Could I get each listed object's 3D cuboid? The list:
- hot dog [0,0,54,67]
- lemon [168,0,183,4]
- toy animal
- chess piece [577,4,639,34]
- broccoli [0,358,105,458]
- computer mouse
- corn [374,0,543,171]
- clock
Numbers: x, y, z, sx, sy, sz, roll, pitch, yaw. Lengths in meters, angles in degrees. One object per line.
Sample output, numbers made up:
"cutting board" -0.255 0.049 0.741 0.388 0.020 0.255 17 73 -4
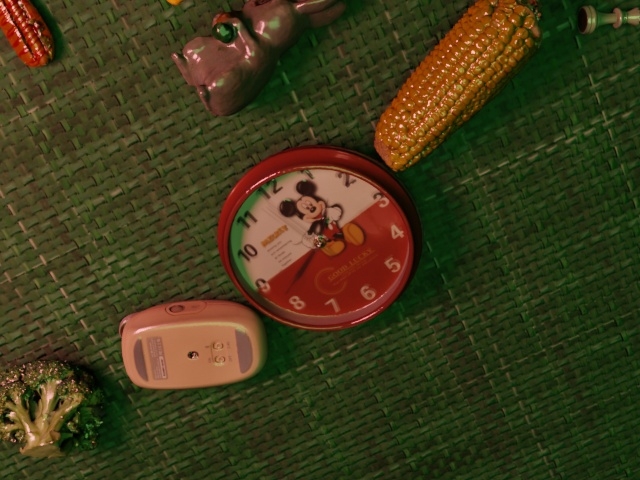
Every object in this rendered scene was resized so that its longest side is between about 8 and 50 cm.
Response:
"hot dog" -0.426 -0.314 1.264 0.062 0.038 0.144 -23 110 6
"lemon" -0.192 -0.399 1.207 0.114 0.114 0.155 7 106 -5
"toy animal" -0.082 -0.288 1.266 0.251 0.127 0.125 -38 96 -4
"chess piece" 0.426 -0.326 1.305 0.093 0.042 0.042 -7 111 -8
"broccoli" -0.438 0.274 1.429 0.195 0.156 0.195 -8 144 -6
"computer mouse" -0.202 0.167 1.431 0.236 0.082 0.145 -7 111 2
"corn" 0.199 -0.233 1.285 0.119 0.119 0.322 39 104 -15
"clock" 0.000 0.000 1.377 0.318 0.080 0.319 2 120 3
